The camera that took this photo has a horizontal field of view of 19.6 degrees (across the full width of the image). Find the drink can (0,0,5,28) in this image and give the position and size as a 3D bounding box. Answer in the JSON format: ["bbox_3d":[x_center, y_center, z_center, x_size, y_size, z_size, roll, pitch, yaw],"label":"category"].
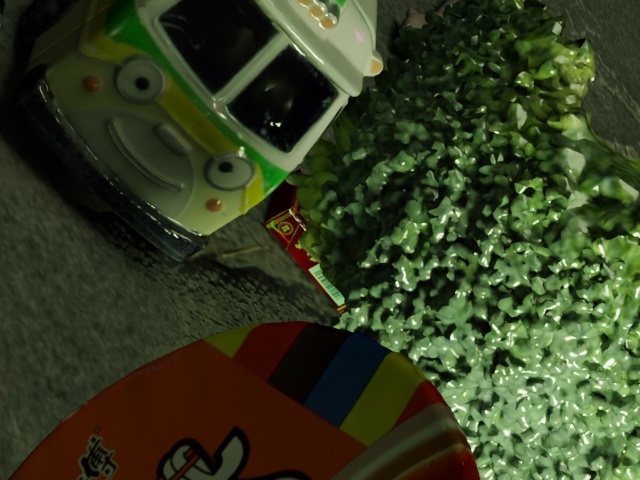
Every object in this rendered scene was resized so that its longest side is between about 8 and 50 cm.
[{"bbox_3d":[-0.202,-0.192,0.942,0.097,0.097,0.235,38,33,-39],"label":"drink can"}]

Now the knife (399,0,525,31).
[{"bbox_3d":[0.146,-0.198,1.674,0.132,0.038,0.398,54,26,-7],"label":"knife"}]

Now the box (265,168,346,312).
[{"bbox_3d":[0.000,0.000,1.198,0.082,0.023,0.051,50,26,-22],"label":"box"}]

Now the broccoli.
[{"bbox_3d":[0.129,0.009,1.120,0.397,0.274,0.353,-84,164,-59],"label":"broccoli"}]

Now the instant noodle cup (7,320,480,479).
[{"bbox_3d":[-0.004,0.186,0.749,0.192,0.250,0.250,47,26,-42],"label":"instant noodle cup"}]

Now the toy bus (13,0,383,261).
[{"bbox_3d":[-0.055,-0.151,1.072,0.143,0.179,0.305,46,28,-27],"label":"toy bus"}]
